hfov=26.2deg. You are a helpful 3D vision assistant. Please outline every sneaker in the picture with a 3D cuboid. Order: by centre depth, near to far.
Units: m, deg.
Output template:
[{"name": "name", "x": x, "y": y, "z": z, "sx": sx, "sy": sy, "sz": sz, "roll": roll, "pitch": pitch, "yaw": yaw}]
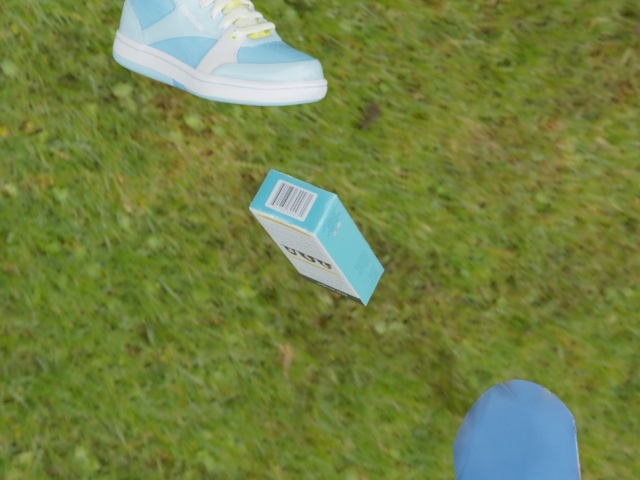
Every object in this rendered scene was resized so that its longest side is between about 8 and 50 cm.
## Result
[{"name": "sneaker", "x": -0.118, "y": -0.280, "z": 1.613, "sx": 0.127, "sy": 0.319, "sz": 0.208, "roll": -16, "pitch": 120, "yaw": -51}]

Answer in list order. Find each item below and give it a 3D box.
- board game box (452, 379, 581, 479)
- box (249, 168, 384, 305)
[{"name": "board game box", "x": 0.134, "y": 0.170, "z": 0.842, "sx": 0.033, "sy": 0.133, "sz": 0.169, "roll": 5, "pitch": 71, "yaw": -26}, {"name": "box", "x": 0.000, "y": 0.000, "z": 1.761, "sx": 0.060, "sy": 0.100, "sz": 0.244, "roll": -61, "pitch": 155, "yaw": -13}]
